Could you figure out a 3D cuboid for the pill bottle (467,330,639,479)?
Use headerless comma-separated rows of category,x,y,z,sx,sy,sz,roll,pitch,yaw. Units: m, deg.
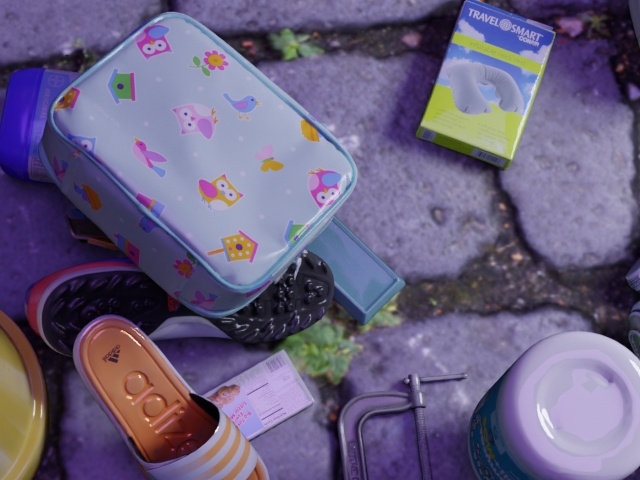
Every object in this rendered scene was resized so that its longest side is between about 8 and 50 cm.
pill bottle,0.223,0.184,1.712,0.146,0.264,0.146,1,73,-5

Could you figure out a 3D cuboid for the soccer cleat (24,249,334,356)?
soccer cleat,-0.142,0.051,1.802,0.318,0.116,0.108,-7,103,-24

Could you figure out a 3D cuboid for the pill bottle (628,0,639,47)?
pill bottle,0.509,-0.279,1.924,0.319,0.176,0.176,-15,76,-10

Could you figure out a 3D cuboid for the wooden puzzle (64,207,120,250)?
wooden puzzle,-0.223,-0.007,1.810,0.079,0.116,0.014,11,103,-10

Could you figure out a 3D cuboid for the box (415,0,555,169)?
box,0.182,-0.177,1.930,0.109,0.042,0.178,20,73,0

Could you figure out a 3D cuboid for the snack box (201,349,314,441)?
snack box,-0.098,0.181,1.805,0.178,0.022,0.064,-29,80,-13

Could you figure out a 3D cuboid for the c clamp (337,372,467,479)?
c clamp,0.086,0.211,1.816,0.137,0.022,0.160,1,73,-6

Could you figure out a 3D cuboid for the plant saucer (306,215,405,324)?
plant saucer,0.000,0.000,1.872,0.192,0.018,0.067,43,74,8

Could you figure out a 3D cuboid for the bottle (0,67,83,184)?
bottle,-0.186,-0.104,1.840,0.283,0.092,0.118,8,73,-3

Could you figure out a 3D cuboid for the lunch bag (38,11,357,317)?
lunch bag,-0.112,-0.074,1.725,0.279,0.108,0.224,42,59,4

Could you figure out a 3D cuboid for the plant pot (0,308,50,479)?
plant pot,-0.385,0.145,1.673,0.254,0.239,0.254,2,73,-6

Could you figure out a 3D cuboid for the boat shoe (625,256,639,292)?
boat shoe,0.422,-0.016,1.891,0.076,0.080,0.228,43,75,1

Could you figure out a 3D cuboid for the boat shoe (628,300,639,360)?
boat shoe,0.390,0.198,1.810,0.094,0.109,0.302,-29,81,-11

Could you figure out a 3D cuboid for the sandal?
sandal,-0.142,0.186,1.718,0.102,0.076,0.265,-43,113,-9
